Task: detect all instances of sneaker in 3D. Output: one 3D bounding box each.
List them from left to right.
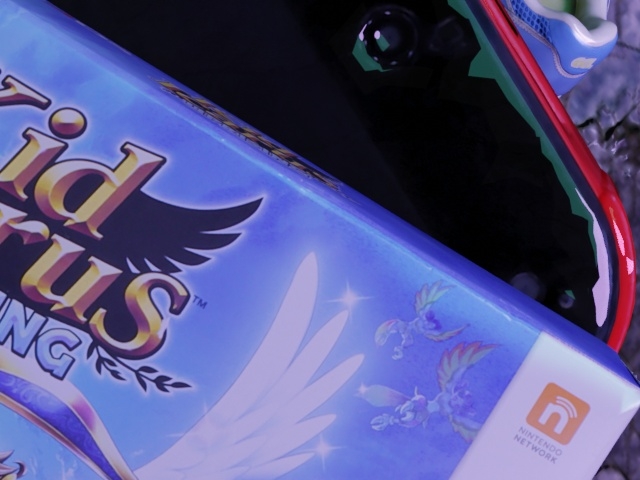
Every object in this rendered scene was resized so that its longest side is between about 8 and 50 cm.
[{"bbox_3d":[0.099,-0.162,0.803,0.080,0.081,0.211,-1,81,-27],"label":"sneaker"}]

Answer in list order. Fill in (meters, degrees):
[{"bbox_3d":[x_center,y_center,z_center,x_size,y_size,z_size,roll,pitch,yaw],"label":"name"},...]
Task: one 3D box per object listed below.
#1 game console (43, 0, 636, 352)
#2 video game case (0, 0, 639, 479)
[{"bbox_3d":[-0.113,-0.041,0.606,0.342,0.060,0.386,-32,97,5],"label":"game console"},{"bbox_3d":[-0.077,0.074,0.564,0.269,0.061,0.244,31,96,-4],"label":"video game case"}]
